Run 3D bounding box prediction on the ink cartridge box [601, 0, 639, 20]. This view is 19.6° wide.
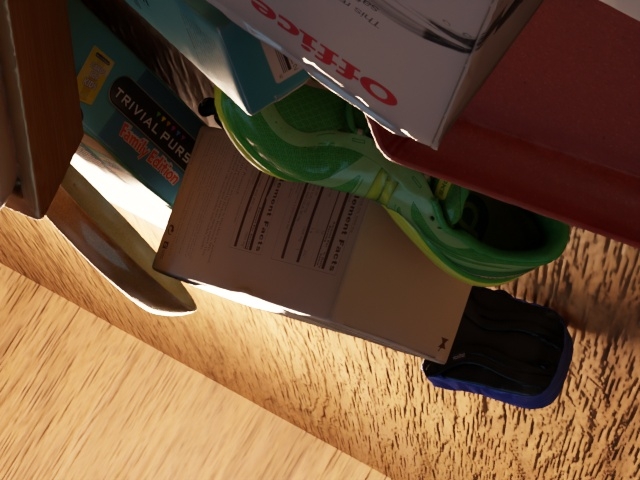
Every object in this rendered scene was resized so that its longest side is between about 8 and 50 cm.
[{"bbox_3d":[0.214,-0.116,0.778,0.180,0.104,0.060,28,165,8],"label":"ink cartridge box"}]

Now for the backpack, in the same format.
[{"bbox_3d":[0.166,0.097,1.658,0.120,0.098,0.101,11,169,21],"label":"backpack"}]

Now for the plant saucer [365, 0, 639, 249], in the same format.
[{"bbox_3d":[0.115,-0.112,1.023,0.258,0.048,0.259,22,149,34],"label":"plant saucer"}]

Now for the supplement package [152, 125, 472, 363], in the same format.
[{"bbox_3d":[0.000,0.000,1.519,0.139,0.134,0.244,22,174,-40],"label":"supplement package"}]

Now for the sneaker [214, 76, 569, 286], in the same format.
[{"bbox_3d":[0.060,-0.065,1.313,0.295,0.109,0.123,29,162,-25],"label":"sneaker"}]

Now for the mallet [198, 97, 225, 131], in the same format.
[{"bbox_3d":[-0.067,-0.119,1.522,0.039,0.062,0.189,41,179,-14],"label":"mallet"}]

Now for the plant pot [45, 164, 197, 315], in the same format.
[{"bbox_3d":[-0.200,-0.014,1.625,0.236,0.032,0.236,46,180,0],"label":"plant pot"}]

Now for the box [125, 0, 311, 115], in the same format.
[{"bbox_3d":[-0.063,-0.166,1.019,0.244,0.100,0.060,44,161,46],"label":"box"}]

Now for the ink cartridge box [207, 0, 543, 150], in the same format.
[{"bbox_3d":[0.014,-0.196,0.774,0.223,0.129,0.307,36,162,6],"label":"ink cartridge box"}]

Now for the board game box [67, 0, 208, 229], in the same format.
[{"bbox_3d":[-0.216,-0.126,1.656,0.253,0.079,0.336,25,166,44],"label":"board game box"}]

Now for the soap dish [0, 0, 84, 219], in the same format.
[{"bbox_3d":[-0.290,-0.180,1.368,0.229,0.118,0.291,22,133,29],"label":"soap dish"}]
